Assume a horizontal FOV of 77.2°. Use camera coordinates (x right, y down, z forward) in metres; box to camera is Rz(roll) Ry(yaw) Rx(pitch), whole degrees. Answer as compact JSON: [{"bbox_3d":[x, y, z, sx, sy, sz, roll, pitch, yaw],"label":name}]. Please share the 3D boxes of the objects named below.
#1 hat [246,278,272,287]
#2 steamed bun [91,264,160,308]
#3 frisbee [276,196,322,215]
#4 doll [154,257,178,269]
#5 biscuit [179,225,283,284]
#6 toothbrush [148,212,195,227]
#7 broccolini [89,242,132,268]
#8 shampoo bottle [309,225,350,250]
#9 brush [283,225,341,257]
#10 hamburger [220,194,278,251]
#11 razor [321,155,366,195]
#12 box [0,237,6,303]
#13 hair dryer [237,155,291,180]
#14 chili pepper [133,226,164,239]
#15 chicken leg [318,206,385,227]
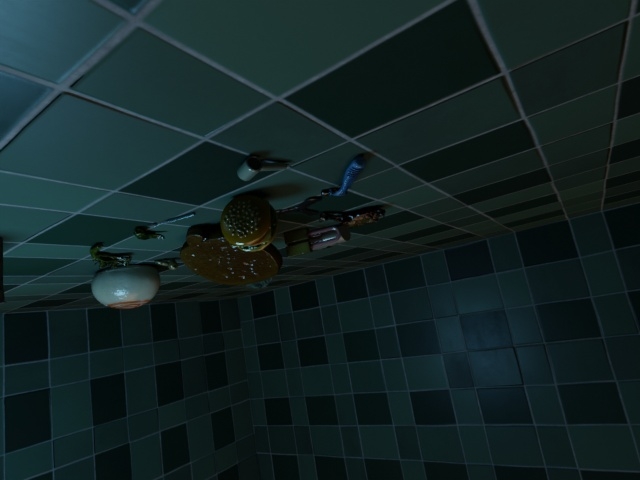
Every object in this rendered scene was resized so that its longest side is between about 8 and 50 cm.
[{"bbox_3d":[-0.277,0.057,1.598,0.266,0.265,0.128,-20,-158,41],"label":"hat"},{"bbox_3d":[-0.867,0.218,1.803,0.283,0.177,0.283,-9,169,-2],"label":"steamed bun"},{"bbox_3d":[-0.059,-0.100,1.329,0.211,0.012,0.187,-17,167,30],"label":"frisbee"},{"bbox_3d":[-0.668,0.106,1.738,0.093,0.051,0.061,-7,175,-9],"label":"doll"},{"bbox_3d":[-0.331,0.048,1.431,0.395,0.070,0.350,-10,141,30],"label":"biscuit"},{"bbox_3d":[-0.446,-0.061,1.199,0.167,0.011,0.014,-13,163,18],"label":"toothbrush"},{"bbox_3d":[-0.751,0.057,1.443,0.123,0.062,0.271,-16,169,-23],"label":"broccolini"},{"bbox_3d":[0.000,0.000,1.706,0.257,0.078,0.127,-14,172,34],"label":"shampoo bottle"},{"bbox_3d":[-0.028,-0.005,1.604,0.234,0.103,0.047,-14,171,15],"label":"brush"},{"bbox_3d":[-0.197,-0.047,1.113,0.162,0.161,0.115,-12,166,13],"label":"hamburger"},{"bbox_3d":[0.070,-0.159,1.072,0.082,0.042,0.253,-5,167,-15],"label":"razor"},{"bbox_3d":[-1.042,0.107,1.084,0.297,0.190,0.225,-18,166,30],"label":"box"},{"bbox_3d":[-0.122,-0.166,0.910,0.124,0.037,0.063,-11,173,-34],"label":"hair dryer"},{"bbox_3d":[-0.555,-0.015,1.275,0.056,0.035,0.118,4,170,20],"label":"chili pepper"},{"bbox_3d":[0.113,-0.084,1.461,0.254,0.051,0.106,-6,162,-11],"label":"chicken leg"}]
